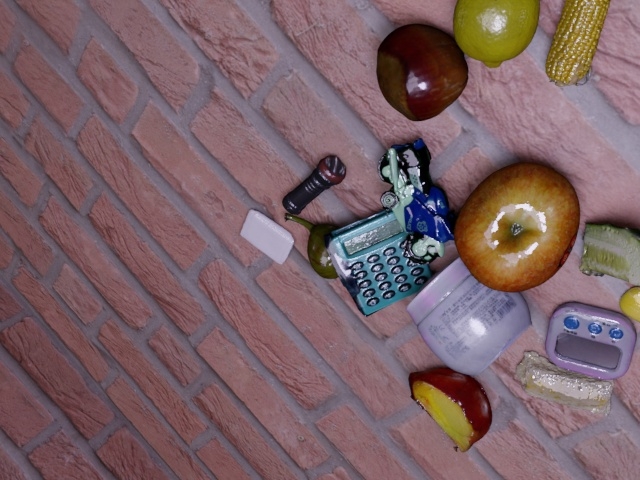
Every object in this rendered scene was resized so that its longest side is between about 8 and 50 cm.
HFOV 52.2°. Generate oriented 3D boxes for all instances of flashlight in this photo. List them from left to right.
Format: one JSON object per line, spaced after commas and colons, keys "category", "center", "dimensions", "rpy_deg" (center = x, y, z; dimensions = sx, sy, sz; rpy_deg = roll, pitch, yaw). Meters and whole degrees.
{"category": "flashlight", "center": [-0.024, -0.158, 1.913], "dimensions": [0.093, 0.093, 0.232], "rpy_deg": [53, 133, -1]}

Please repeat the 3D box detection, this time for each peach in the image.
{"category": "peach", "center": [0.390, 0.456, 1.912], "dimensions": [0.267, 0.154, 0.158], "rpy_deg": [46, 137, 16]}

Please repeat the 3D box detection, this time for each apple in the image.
{"category": "apple", "center": [0.463, -0.035, 1.534], "dimensions": [0.278, 0.250, 0.309], "rpy_deg": [12, 79, 6]}

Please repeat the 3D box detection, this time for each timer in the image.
{"category": "timer", "center": [0.694, 0.257, 1.686], "dimensions": [0.209, 0.069, 0.190], "rpy_deg": [14, 119, 24]}

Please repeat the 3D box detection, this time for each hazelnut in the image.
{"category": "hazelnut", "center": [0.243, -0.409, 1.563], "dimensions": [0.230, 0.229, 0.229], "rpy_deg": [13, 119, 25]}

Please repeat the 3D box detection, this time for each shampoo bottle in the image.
{"category": "shampoo bottle", "center": [0.386, 0.191, 1.712], "dimensions": [0.266, 0.273, 0.273], "rpy_deg": [48, 128, 15]}

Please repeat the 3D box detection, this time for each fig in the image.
{"category": "fig", "center": [0.000, 0.000, 1.960], "dimensions": [0.259, 0.151, 0.151], "rpy_deg": [45, 132, 37]}

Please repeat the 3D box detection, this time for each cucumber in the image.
{"category": "cucumber", "center": [0.694, 0.039, 1.445], "dimensions": [0.105, 0.325, 0.145], "rpy_deg": [0, 98, -4]}

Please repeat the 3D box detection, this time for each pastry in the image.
{"category": "pastry", "center": [0.657, 0.384, 1.763], "dimensions": [0.259, 0.089, 0.121], "rpy_deg": [16, 107, 21]}

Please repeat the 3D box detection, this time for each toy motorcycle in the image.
{"category": "toy motorcycle", "center": [0.269, -0.102, 1.710], "dimensions": [0.196, 0.125, 0.331], "rpy_deg": [-16, 97, 26]}

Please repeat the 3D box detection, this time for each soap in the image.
{"category": "soap", "center": [0.817, 0.180, 1.597], "dimensions": [0.169, 0.033, 0.089], "rpy_deg": [36, 128, 11]}

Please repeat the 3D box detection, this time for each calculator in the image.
{"category": "calculator", "center": [0.170, 0.062, 1.836], "dimensions": [0.249, 0.058, 0.274], "rpy_deg": [-24, 101, 1]}

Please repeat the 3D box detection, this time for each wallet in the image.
{"category": "wallet", "center": [-0.169, -0.014, 2.097], "dimensions": [0.183, 0.032, 0.124], "rpy_deg": [34, 125, 10]}

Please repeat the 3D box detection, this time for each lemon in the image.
{"category": "lemon", "center": [0.387, -0.502, 1.438], "dimensions": [0.184, 0.184, 0.248], "rpy_deg": [16, 120, 24]}

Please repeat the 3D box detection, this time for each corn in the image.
{"category": "corn", "center": [0.561, -0.473, 1.397], "dimensions": [0.106, 0.106, 0.292], "rpy_deg": [21, 123, 21]}

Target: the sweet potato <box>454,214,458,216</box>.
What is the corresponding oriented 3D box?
{"category": "sweet potato", "center": [0.395, -0.050, 1.737], "dimensions": [0.179, 0.044, 0.044], "rpy_deg": [7, 116, 36]}
